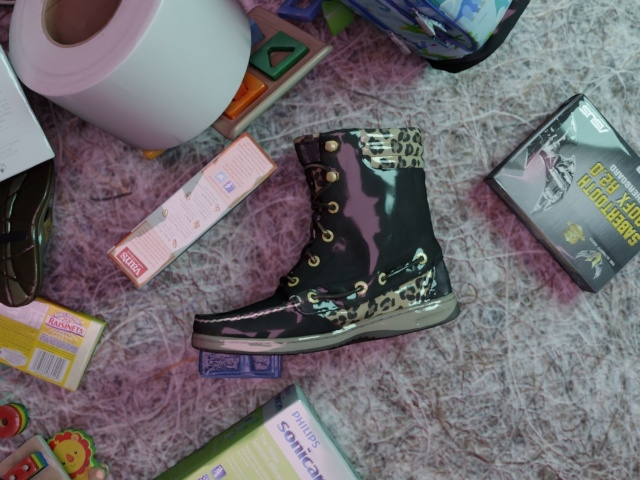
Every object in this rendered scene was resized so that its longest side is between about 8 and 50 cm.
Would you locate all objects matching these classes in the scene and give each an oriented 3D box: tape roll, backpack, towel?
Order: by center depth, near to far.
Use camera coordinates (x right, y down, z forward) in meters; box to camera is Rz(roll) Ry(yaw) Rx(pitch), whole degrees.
[{"bbox_3d":[0.126,-0.384,0.926,0.355,0.273,0.290,22,103,-31],"label":"backpack"},{"bbox_3d":[-0.230,-0.253,0.940,0.246,0.169,0.246,-9,69,25],"label":"tape roll"},{"bbox_3d":[-0.115,0.163,1.099,0.119,0.029,0.067,2,90,-5],"label":"towel"}]

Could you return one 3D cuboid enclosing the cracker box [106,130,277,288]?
[{"bbox_3d":[-0.166,-0.042,1.026,0.232,0.156,0.067,-42,96,-3],"label":"cracker box"}]

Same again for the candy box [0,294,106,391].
[{"bbox_3d":[-0.416,0.123,1.072,0.205,0.027,0.105,24,89,-5],"label":"candy box"}]

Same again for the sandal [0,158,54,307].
[{"bbox_3d":[-0.398,-0.015,1.050,0.089,0.060,0.220,-7,77,10],"label":"sandal"}]

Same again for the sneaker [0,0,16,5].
[{"bbox_3d":[-0.326,-0.407,1.007,0.349,0.148,0.131,-16,93,-4],"label":"sneaker"}]

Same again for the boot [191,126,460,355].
[{"bbox_3d":[0.000,0.000,1.040,0.377,0.138,0.284,-7,92,-15],"label":"boot"}]

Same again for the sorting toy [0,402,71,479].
[{"bbox_3d":[-0.401,0.367,1.046,0.132,0.046,0.275,-38,82,5],"label":"sorting toy"}]

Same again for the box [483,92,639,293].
[{"bbox_3d":[0.383,-0.068,1.124,0.183,0.056,0.231,-42,94,-3],"label":"box"}]

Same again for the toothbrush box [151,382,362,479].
[{"bbox_3d":[-0.091,0.368,1.060,0.283,0.122,0.206,-35,94,-3],"label":"toothbrush box"}]

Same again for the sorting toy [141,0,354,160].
[{"bbox_3d":[-0.106,-0.234,1.011,0.347,0.196,0.047,-44,138,-10],"label":"sorting toy"}]

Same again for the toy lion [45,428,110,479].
[{"bbox_3d":[-0.354,0.321,1.083,0.096,0.034,0.100,42,88,2],"label":"toy lion"}]

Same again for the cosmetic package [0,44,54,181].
[{"bbox_3d":[-0.446,-0.182,0.927,0.138,0.224,0.225,-30,112,-20],"label":"cosmetic package"}]
